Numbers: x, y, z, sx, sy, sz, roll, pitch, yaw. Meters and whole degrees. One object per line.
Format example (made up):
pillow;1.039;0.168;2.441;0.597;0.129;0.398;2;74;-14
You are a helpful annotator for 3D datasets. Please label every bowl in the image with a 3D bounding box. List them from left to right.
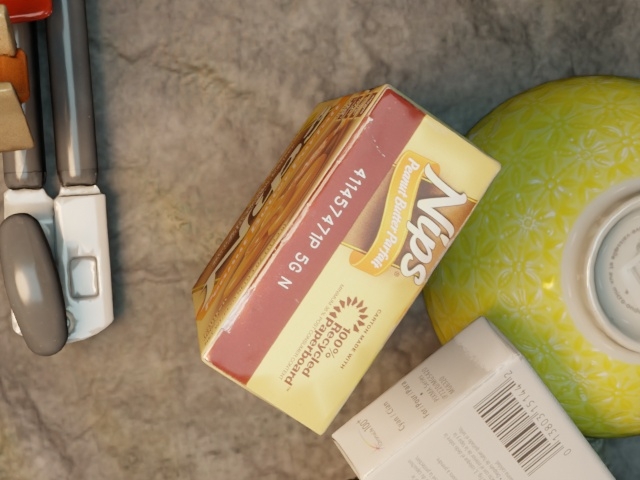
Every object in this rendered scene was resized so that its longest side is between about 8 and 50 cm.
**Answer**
bowl;0.229;0.018;0.961;0.289;0.156;0.289;0;94;-7

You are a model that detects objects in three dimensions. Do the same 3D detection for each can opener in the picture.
can opener;-0.197;-0.060;0.939;0.076;0.095;0.283;-4;94;-7

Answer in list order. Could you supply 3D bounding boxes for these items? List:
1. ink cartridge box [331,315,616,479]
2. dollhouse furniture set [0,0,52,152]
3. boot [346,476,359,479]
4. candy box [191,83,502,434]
ink cartridge box;0.099;0.238;0.946;0.261;0.066;0.296;-39;122;-1
dollhouse furniture set;-0.317;-0.173;0.889;0.259;0.135;0.262;-7;68;-6
boot;0.020;0.339;1.000;0.236;0.089;0.269;-26;99;-2
candy box;0.000;0.000;0.853;0.087;0.316;0.183;35;90;-9
